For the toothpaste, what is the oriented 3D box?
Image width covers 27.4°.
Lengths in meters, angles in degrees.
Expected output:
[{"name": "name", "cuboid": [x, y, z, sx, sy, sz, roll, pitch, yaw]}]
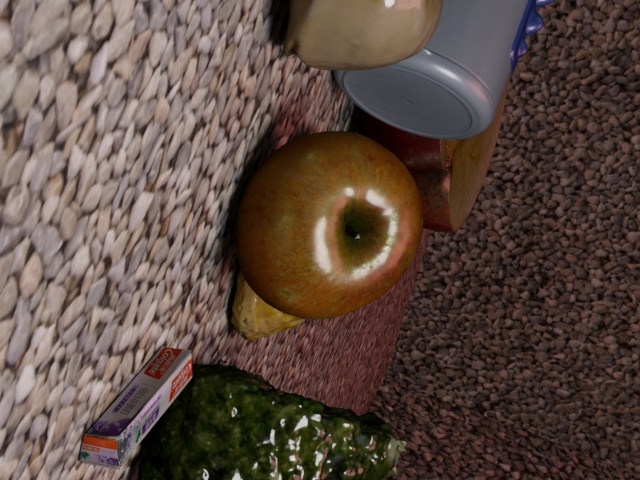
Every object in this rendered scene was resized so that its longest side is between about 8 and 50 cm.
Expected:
[{"name": "toothpaste", "cuboid": [-0.192, 0.173, 1.389, 0.196, 0.047, 0.040, -52, 146, -61]}]

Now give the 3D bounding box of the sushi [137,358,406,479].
[{"name": "sushi", "cuboid": [-0.050, 0.270, 1.645, 0.352, 0.294, 0.178, 33, 74, -78]}]

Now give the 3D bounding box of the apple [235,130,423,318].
[{"name": "apple", "cuboid": [0.006, -0.019, 1.586, 0.207, 0.237, 0.237, 7, -107, 62]}]

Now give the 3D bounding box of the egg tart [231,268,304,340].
[{"name": "egg tart", "cuboid": [-0.012, 0.005, 1.804, 0.319, 0.128, 0.319, 19, 90, -79]}]

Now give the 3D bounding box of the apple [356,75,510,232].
[{"name": "apple", "cuboid": [0.206, -0.215, 2.137, 0.329, 0.295, 0.365, -26, -139, 64]}]

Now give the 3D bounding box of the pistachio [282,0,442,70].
[{"name": "pistachio", "cuboid": [0.043, -0.261, 1.462, 0.197, 0.166, 0.288, -45, 173, -4]}]

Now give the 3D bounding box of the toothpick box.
[{"name": "toothpick box", "cuboid": [0.196, -0.341, 1.849, 0.263, 0.263, 0.354, 82, 28, -71]}]
